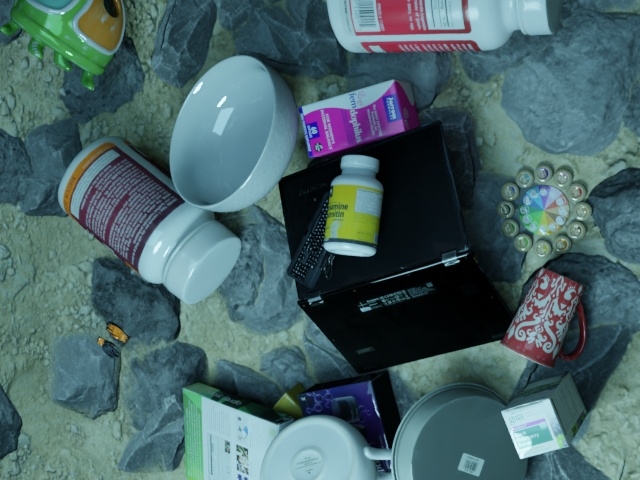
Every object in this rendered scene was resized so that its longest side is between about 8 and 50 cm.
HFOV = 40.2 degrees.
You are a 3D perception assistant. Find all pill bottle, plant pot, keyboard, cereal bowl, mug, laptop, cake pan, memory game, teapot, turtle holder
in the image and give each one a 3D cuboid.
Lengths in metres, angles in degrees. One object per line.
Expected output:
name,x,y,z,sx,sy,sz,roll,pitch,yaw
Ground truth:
pill bottle,0.236,-0.472,1.649,0.408,0.229,0.229,5,97,24
pill bottle,0.066,-0.066,1.676,0.103,0.103,0.184,3,81,25
plant pot,-0.056,0.383,1.957,0.083,0.081,0.081,42,111,9
keyboard,0.000,0.000,1.742,0.100,0.038,0.192,28,96,31
cereal bowl,-0.168,-0.216,1.884,0.339,0.141,0.338,-16,66,38
mug,0.443,0.150,1.692,0.113,0.150,0.169,27,96,49
laptop,0.157,0.032,1.795,0.382,0.236,0.408,-18,129,27
cake pan,0.283,0.428,1.714,0.293,0.054,0.293,0,90,-18
memory game,0.437,-0.057,1.716,0.186,0.012,0.186,2,96,25
teapot,0.018,0.485,1.768,0.256,0.187,0.252,20,70,40
turtle holder,-0.589,-0.523,2.054,0.227,0.243,0.320,-56,32,4
pill bottle,-0.384,-0.044,1.986,0.392,0.224,0.224,37,109,18

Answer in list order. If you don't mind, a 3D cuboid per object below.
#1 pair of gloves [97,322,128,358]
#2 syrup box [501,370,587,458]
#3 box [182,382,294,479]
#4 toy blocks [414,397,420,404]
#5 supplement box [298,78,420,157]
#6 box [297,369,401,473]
pair of gloves,-0.524,0.252,2.197,0.074,0.010,0.083,37,110,17
syrup box,0.423,0.323,1.637,0.093,0.237,0.096,-23,85,24
box,-0.189,0.472,1.981,0.322,0.058,0.232,10,105,40
toy blocks,0.281,0.368,1.809,0.148,0.054,0.123,-21,86,25
supplement box,0.082,-0.249,1.809,0.220,0.114,0.111,-13,90,24
box,0.080,0.431,1.886,0.184,0.103,0.261,-16,89,28
